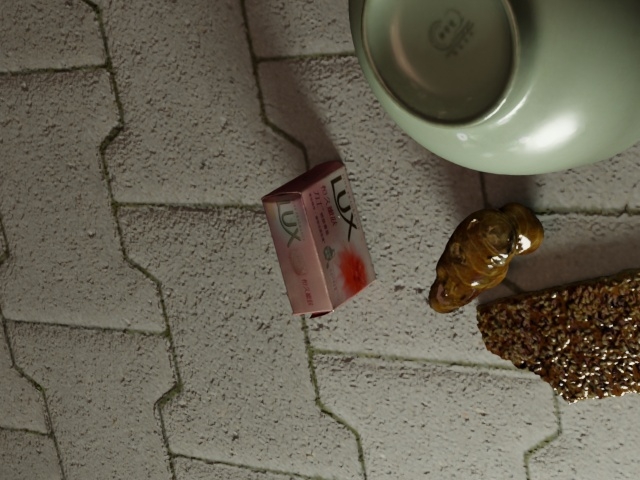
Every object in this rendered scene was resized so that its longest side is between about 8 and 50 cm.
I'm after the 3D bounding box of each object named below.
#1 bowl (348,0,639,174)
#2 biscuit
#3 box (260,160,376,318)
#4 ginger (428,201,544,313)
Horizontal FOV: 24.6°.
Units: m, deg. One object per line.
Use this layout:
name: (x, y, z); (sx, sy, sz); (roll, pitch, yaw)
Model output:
bowl: (0.159, -0.212, 1.392); (0.354, 0.185, 0.354); (16, 118, 33)
biscuit: (0.274, 0.108, 1.545); (0.237, 0.026, 0.131); (-16, 97, 40)
box: (0.000, 0.000, 1.658); (0.060, 0.111, 0.156); (-7, 106, 32)
ginger: (0.170, 0.009, 1.540); (0.073, 0.103, 0.162); (53, 141, 13)
